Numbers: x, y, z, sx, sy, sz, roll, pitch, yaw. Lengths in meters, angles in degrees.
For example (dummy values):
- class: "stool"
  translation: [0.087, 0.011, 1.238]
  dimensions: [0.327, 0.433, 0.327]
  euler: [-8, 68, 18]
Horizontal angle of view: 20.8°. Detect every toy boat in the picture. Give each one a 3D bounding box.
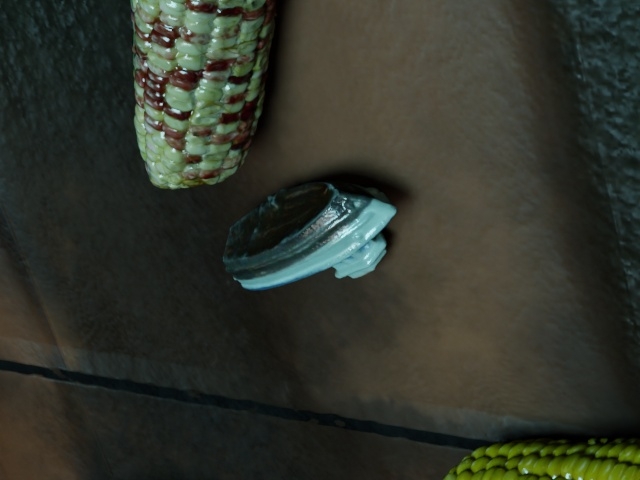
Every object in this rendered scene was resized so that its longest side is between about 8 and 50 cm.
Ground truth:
- class: "toy boat"
  translation: [0.000, 0.000, 1.063]
  dimensions: [0.066, 0.059, 0.140]
  euler: [30, 147, -27]

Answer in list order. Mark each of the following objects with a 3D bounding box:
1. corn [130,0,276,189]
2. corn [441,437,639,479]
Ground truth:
- class: "corn"
  translation: [-0.067, -0.127, 0.991]
  dimensions: [0.086, 0.086, 0.253]
  euler: [26, 135, 21]
- class: "corn"
  translation: [0.205, 0.164, 0.987]
  dimensions: [0.318, 0.115, 0.115]
  euler: [-2, 120, 40]
